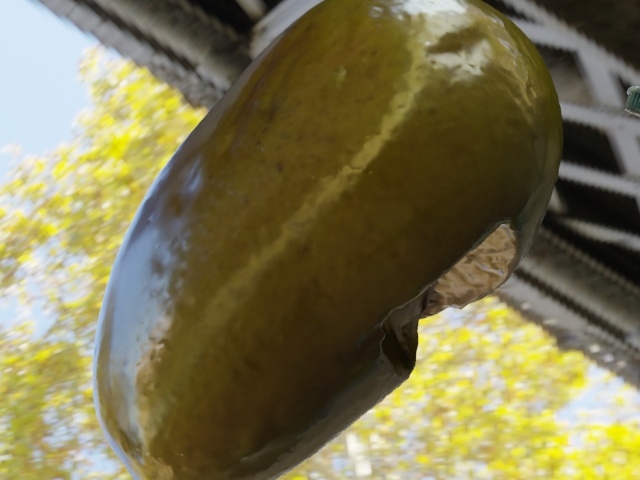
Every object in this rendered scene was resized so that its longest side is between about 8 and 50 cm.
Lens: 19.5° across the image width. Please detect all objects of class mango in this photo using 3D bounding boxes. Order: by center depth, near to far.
[{"bbox_3d":[0.000,0.000,0.809,0.262,0.167,0.130,-49,-53,-11],"label":"mango"}]

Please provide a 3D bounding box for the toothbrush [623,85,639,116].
[{"bbox_3d":[0.190,-0.035,0.819,0.131,0.011,0.013,26,-104,-12],"label":"toothbrush"}]
